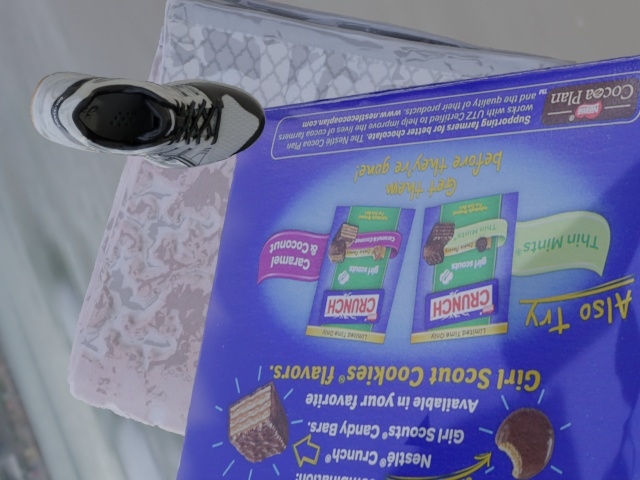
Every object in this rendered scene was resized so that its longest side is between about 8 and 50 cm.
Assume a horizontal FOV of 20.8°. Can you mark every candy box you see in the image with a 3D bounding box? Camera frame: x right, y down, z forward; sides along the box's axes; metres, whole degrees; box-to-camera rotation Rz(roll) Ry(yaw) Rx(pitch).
[{"bbox_3d":[0.063,0.098,0.746,0.268,0.122,0.317,-2,71,46],"label":"candy box"}]

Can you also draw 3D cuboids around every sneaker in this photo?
[{"bbox_3d":[-0.052,-0.038,0.577,0.037,0.083,0.032,19,107,59],"label":"sneaker"}]

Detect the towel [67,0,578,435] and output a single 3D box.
[{"bbox_3d":[0.000,0.000,1.209,0.053,0.332,0.317,11,-87,-66],"label":"towel"}]
